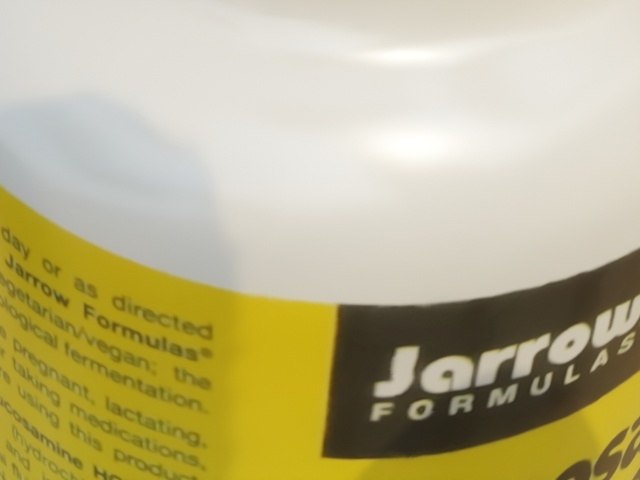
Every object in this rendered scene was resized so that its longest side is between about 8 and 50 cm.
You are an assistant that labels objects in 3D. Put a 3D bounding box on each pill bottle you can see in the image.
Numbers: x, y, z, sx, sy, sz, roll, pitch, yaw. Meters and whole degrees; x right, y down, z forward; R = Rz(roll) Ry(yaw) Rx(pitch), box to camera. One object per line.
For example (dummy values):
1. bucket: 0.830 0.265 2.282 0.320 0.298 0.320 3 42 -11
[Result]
1. pill bottle: 0.000 0.000 0.440 0.188 0.334 0.188 3 41 -2
